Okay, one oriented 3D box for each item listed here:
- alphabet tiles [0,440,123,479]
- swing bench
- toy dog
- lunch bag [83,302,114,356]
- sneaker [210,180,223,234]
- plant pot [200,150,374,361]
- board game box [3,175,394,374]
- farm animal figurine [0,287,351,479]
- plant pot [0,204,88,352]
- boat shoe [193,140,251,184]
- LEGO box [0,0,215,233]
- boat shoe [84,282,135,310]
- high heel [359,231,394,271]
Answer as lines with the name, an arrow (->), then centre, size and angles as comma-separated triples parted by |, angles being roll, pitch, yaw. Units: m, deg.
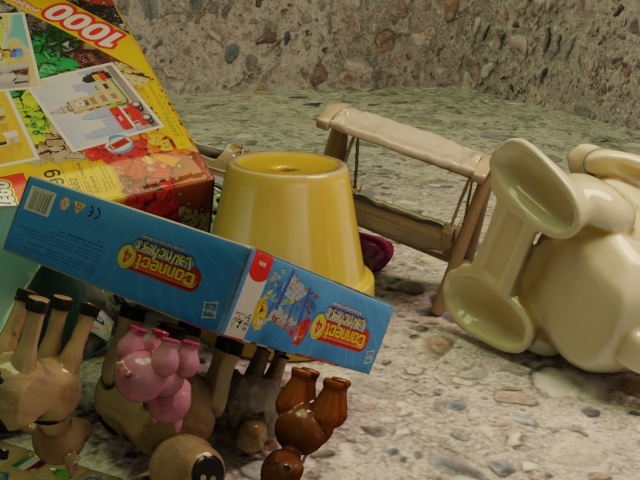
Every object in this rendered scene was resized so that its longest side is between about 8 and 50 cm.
alphabet tiles -> -0.331, 0.250, 0.867 | 0.198, 0.009, 0.237 | 10, 19, 23
swing bench -> 0.119, -0.065, 1.426 | 0.253, 0.254, 0.165 | 22, 33, 15
toy dog -> 0.445, 0.014, 1.302 | 0.408, 0.284, 0.395 | -10, 30, -37
lunch bag -> -0.313, 0.115, 1.233 | 0.083, 0.053, 0.071 | 4, 23, -6
sneaker -> -0.215, -0.026, 1.541 | 0.256, 0.151, 0.094 | -1, 19, -7
plant pot -> -0.049, 0.008, 1.306 | 0.254, 0.238, 0.254 | 2, 16, -1
board game box -> -0.124, 0.042, 1.037 | 0.308, 0.086, 0.302 | 17, -5, 33
farm animal figurine -> -0.157, 0.163, 0.891 | 0.330, 0.172, 0.327 | 19, -3, -16
plant pot -> -0.374, 0.094, 1.075 | 0.166, 0.165, 0.234 | -2, 37, -2
boat shoe -> -0.190, -0.156, 2.044 | 0.302, 0.103, 0.113 | 5, 18, 9
LEGO box -> -0.426, -0.150, 1.429 | 0.373, 0.193, 0.500 | -15, 51, -24
boat shoe -> -0.271, 0.053, 1.276 | 0.226, 0.083, 0.075 | -29, 46, 2
high heel -> 0.000, 0.000, 1.600 | 0.244, 0.082, 0.117 | 10, 19, 22
